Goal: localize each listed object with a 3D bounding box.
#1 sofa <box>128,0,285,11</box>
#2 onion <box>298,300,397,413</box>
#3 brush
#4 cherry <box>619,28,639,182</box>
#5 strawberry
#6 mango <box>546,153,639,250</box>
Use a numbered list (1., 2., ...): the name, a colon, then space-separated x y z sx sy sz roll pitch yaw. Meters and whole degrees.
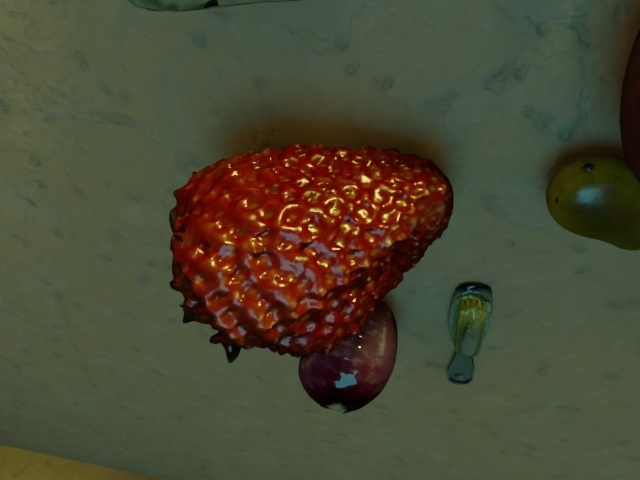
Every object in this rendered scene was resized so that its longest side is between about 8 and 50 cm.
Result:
1. sofa: -0.081 -0.321 0.406 0.225 0.176 0.210 -13 137 -11
2. onion: 0.046 0.202 0.840 0.207 0.201 0.200 -30 121 31
3. brush: 0.257 0.191 0.846 0.068 0.060 0.297 1 135 12
4. cherry: 0.378 -0.122 0.380 0.261 0.221 0.307 26 156 1
5. strawberry: 0.000 0.000 0.617 0.351 0.267 0.312 -25 159 0
6. mango: 0.341 -0.041 0.572 0.160 0.076 0.103 30 131 -19
